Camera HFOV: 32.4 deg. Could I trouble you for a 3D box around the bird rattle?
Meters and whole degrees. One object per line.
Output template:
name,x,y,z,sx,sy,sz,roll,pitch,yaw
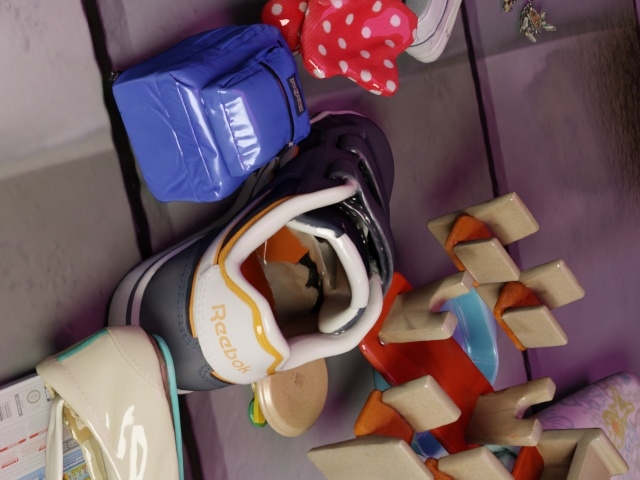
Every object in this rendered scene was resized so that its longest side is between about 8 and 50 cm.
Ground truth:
bird rattle,0.008,-0.230,0.745,0.253,0.143,0.207,38,88,-35

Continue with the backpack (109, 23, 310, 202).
backpack,-0.057,-0.086,0.721,0.120,0.101,0.098,-44,129,-49

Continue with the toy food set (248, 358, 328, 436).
toy food set,-0.023,0.101,0.807,0.082,0.020,0.083,18,71,-51

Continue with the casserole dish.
casserole dish,0.100,0.108,0.962,0.188,0.037,0.114,-40,118,-48

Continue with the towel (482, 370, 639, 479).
towel,0.273,0.347,1.130,0.320,0.090,0.374,-10,94,-57

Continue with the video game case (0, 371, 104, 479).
video game case,-0.159,0.138,0.624,0.087,0.011,0.122,-20,101,-54

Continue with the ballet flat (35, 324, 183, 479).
ballet flat,-0.110,0.172,0.624,0.086,0.086,0.248,-18,99,-53

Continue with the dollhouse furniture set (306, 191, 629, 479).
dollhouse furniture set,0.119,0.139,0.878,0.259,0.135,0.262,51,47,-22

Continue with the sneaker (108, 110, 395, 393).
sneaker,0.000,0.000,0.767,0.321,0.127,0.126,-48,122,-47

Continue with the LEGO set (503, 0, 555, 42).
LEGO set,0.220,-0.243,1.191,0.083,0.023,0.054,39,52,-28

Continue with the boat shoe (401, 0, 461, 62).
boat shoe,0.101,-0.269,0.992,0.076,0.083,0.226,39,66,-58
